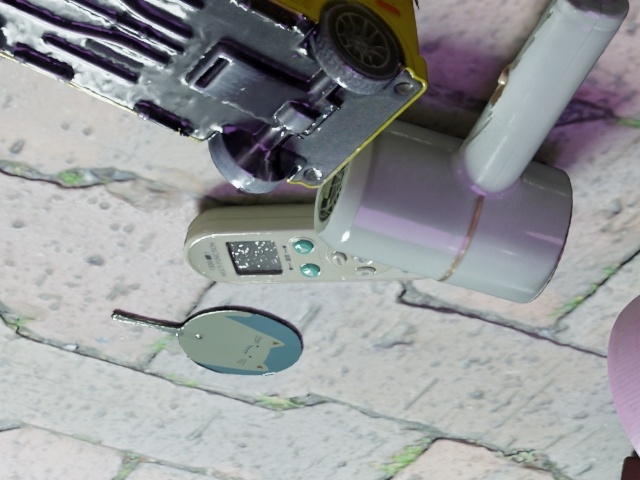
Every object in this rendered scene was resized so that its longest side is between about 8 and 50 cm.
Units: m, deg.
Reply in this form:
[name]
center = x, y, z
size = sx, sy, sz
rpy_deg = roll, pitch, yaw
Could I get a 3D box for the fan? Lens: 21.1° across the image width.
[fan]
center = -0.102, 0.087, 1.544
size = 0.175, 0.005, 0.113
rpy_deg = 14, 144, -11

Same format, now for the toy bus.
[toy bus]
center = -0.100, -0.160, 1.068
size = 0.330, 0.152, 0.144
rpy_deg = 24, 136, -27

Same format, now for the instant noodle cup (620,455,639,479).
[instant noodle cup]
center = 0.364, 0.305, 1.613
size = 0.178, 0.235, 0.235
rpy_deg = 7, 146, 14

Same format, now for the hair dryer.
[hair dryer]
center = 0.133, -0.104, 1.184
size = 0.173, 0.108, 0.357
rpy_deg = 15, 135, -14

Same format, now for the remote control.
[remote control]
center = 0.000, 0.000, 1.376
size = 0.221, 0.042, 0.078
rpy_deg = -1, 145, 11

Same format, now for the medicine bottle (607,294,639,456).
[medicine bottle]
center = 0.385, 0.063, 1.269
size = 0.202, 0.202, 0.316
rpy_deg = 24, 140, -24
